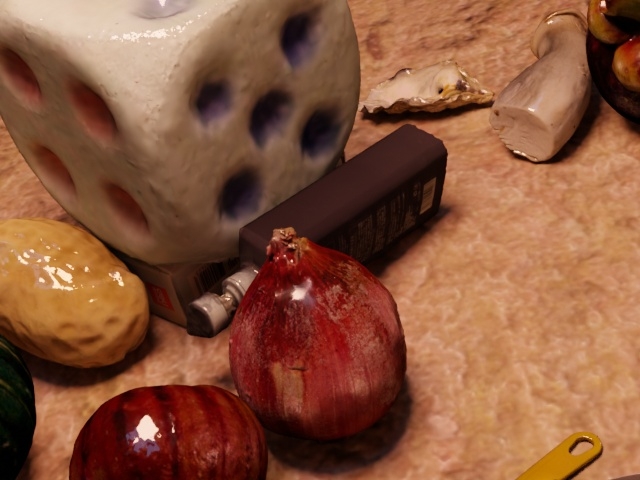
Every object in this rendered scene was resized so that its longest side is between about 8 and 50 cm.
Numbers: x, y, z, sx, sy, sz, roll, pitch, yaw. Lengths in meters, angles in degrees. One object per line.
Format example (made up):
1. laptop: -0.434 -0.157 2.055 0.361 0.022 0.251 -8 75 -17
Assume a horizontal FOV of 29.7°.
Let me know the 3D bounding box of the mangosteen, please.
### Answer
1. mangosteen: 0.352 -0.215 1.216 0.194 0.230 0.194 -11 68 30

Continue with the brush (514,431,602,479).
1. brush: 0.141 0.206 0.931 0.205 0.011 0.083 -32 39 -21

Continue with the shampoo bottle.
1. shampoo bottle: 0.000 0.000 1.141 0.071 0.098 0.309 34 50 27

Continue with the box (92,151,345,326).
1. box: -0.103 -0.032 1.270 0.135 0.079 0.269 20 49 37

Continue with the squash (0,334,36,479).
1. squash: -0.344 0.163 1.028 0.218 0.172 0.218 -12 49 14

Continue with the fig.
1. fig: -0.121 0.191 0.925 0.148 0.149 0.202 -54 12 22

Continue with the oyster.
1. oyster: 0.112 -0.176 1.406 0.146 0.045 0.121 -26 40 -1

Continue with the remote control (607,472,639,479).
1. remote control: 0.240 0.246 0.831 0.059 0.028 0.212 -11 37 0

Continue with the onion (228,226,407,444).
1. onion: -0.006 0.070 1.008 0.159 0.195 0.159 -9 27 5

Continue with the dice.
1. dice: -0.139 -0.159 1.156 0.268 0.262 0.264 27 53 37

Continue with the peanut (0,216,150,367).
1. peanut: -0.306 0.049 1.190 0.305 0.147 0.147 0 39 21

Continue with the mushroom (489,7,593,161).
1. mushroom: 0.258 -0.180 1.326 0.092 0.081 0.223 -17 31 39
